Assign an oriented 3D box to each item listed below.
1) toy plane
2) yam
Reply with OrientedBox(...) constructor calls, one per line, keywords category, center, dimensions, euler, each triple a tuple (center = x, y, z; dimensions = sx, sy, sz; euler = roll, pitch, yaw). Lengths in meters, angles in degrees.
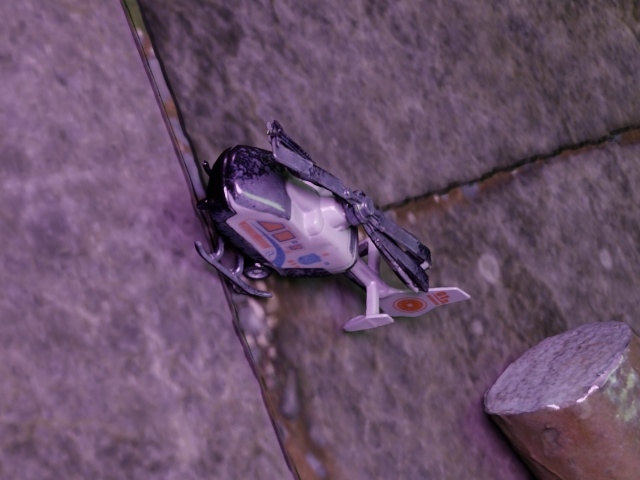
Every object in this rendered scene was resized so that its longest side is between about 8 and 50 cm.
OrientedBox(category="toy plane", center=(0.000, 0.000, 0.904), dimensions=(0.197, 0.078, 0.053), euler=(40, 44, -47))
OrientedBox(category="yam", center=(0.205, 0.159, 1.029), dimensions=(0.259, 0.106, 0.106), euler=(52, 43, -17))
